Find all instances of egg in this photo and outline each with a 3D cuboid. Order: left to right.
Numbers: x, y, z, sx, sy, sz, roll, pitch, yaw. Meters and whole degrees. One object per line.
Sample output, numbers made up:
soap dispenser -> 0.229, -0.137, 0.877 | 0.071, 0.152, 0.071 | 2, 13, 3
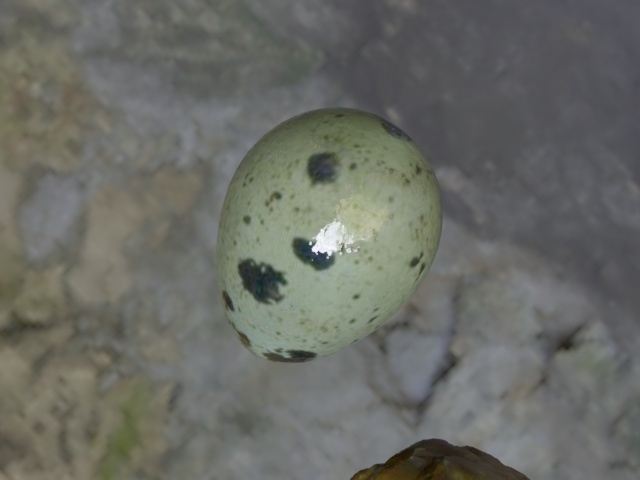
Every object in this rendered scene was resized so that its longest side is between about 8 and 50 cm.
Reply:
egg -> 0.000, 0.000, 1.505 | 0.177, 0.228, 0.177 | 28, -161, -11

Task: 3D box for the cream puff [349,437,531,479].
cream puff -> 0.121, 0.266, 1.394 | 0.244, 0.244, 0.196 | 40, 133, 42
